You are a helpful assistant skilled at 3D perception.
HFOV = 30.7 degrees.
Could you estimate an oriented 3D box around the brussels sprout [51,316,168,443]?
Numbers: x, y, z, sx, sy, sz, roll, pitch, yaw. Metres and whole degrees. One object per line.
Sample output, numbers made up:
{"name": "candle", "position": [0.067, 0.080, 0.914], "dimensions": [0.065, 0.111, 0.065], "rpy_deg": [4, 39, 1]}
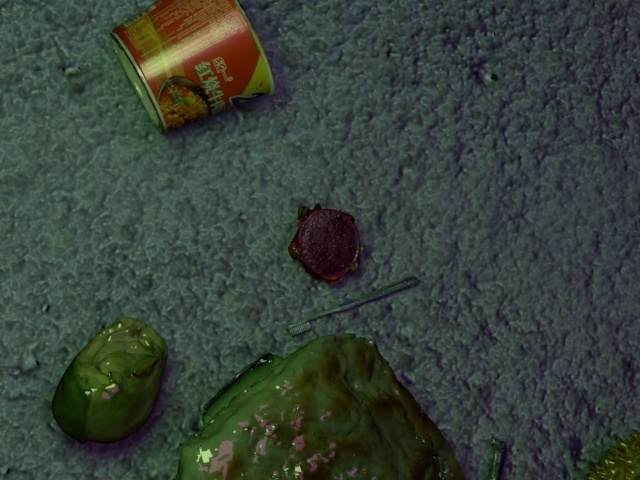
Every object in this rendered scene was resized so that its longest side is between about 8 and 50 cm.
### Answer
{"name": "brussels sprout", "position": [-0.287, 0.197, 1.583], "dimensions": [0.131, 0.145, 0.183], "rpy_deg": [19, 31, 11]}

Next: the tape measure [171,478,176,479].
{"name": "tape measure", "position": [-0.205, 0.447, 1.572], "dimensions": [0.202, 0.135, 0.223], "rpy_deg": [-29, 93, -28]}

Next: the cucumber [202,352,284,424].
{"name": "cucumber", "position": [-0.095, 0.255, 1.660], "dimensions": [0.193, 0.115, 0.086], "rpy_deg": [-51, 141, -21]}

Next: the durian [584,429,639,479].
{"name": "durian", "position": [0.534, 0.425, 1.742], "dimensions": [0.258, 0.258, 0.293], "rpy_deg": [-37, 104, -18]}

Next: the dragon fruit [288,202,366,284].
{"name": "dragon fruit", "position": [0.002, 0.005, 1.737], "dimensions": [0.126, 0.068, 0.112], "rpy_deg": [16, 88, -26]}

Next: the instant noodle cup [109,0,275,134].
{"name": "instant noodle cup", "position": [-0.189, -0.262, 1.657], "dimensions": [0.174, 0.213, 0.213], "rpy_deg": [-29, 90, -10]}

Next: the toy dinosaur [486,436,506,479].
{"name": "toy dinosaur", "position": [0.258, 0.482, 1.730], "dimensions": [0.147, 0.076, 0.363], "rpy_deg": [-11, 81, -24]}

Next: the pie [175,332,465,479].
{"name": "pie", "position": [0.015, 0.326, 1.566], "dimensions": [0.418, 0.180, 0.395], "rpy_deg": [52, 59, -25]}

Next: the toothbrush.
{"name": "toothbrush", "position": [0.050, 0.098, 1.758], "dimensions": [0.219, 0.016, 0.019], "rpy_deg": [-21, 89, -18]}
